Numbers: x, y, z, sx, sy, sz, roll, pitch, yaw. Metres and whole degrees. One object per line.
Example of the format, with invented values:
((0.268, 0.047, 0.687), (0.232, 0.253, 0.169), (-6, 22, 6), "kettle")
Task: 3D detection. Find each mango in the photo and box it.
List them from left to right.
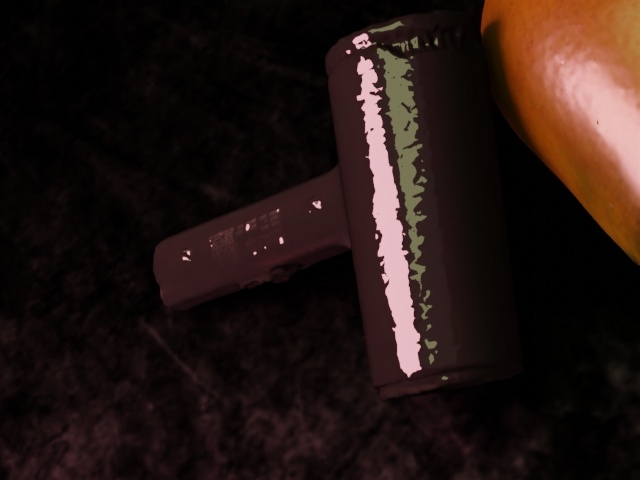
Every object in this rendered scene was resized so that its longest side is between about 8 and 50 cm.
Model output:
((0.195, -0.089, 0.930), (0.175, 0.139, 0.254), (-46, 57, 12), "mango")

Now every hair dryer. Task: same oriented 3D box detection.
((0.000, 0.000, 0.989), (0.251, 0.089, 0.197), (-16, 79, 42), "hair dryer")
